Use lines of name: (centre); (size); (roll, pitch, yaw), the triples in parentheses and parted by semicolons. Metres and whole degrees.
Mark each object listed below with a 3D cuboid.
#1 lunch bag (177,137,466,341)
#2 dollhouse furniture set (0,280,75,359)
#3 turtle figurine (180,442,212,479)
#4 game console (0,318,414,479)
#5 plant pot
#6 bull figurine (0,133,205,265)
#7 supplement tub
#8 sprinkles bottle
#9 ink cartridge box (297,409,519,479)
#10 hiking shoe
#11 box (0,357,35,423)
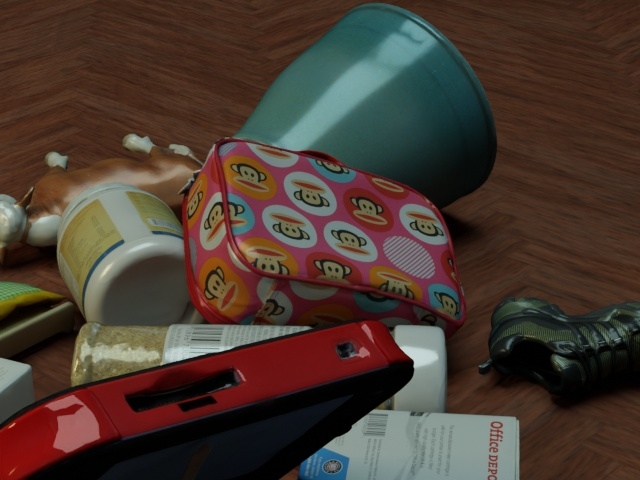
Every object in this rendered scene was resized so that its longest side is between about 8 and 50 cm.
lunch bag: (0.000, 0.000, 1.742); (0.293, 0.120, 0.258); (16, 39, -24)
dollhouse furniture set: (-0.426, 0.056, 1.741); (0.198, 0.151, 0.301); (19, 31, 34)
turtle figurine: (-0.074, 0.303, 1.123); (0.198, 0.274, 0.266); (35, 54, -2)
game console: (-0.138, 0.187, 1.264); (0.387, 0.342, 0.060); (-10, 62, -44)
plant pot: (0.026, -0.108, 1.983); (0.272, 0.271, 0.255); (23, 48, 40)
bull figurine: (-0.280, -0.054, 2.031); (0.310, 0.101, 0.188); (-7, 24, -13)
supplement tub: (-0.206, 0.029, 1.805); (0.144, 0.144, 0.199); (-9, 27, -18)
sprinkles bottle: (-0.057, 0.139, 1.598); (0.355, 0.121, 0.121); (1, 25, 3)
ink cartridge box: (0.080, 0.218, 1.476); (0.191, 0.082, 0.139); (4, 26, 6)
hiking shoe: (0.280, 0.124, 1.698); (0.227, 0.086, 0.114); (3, 38, 19)
box: (-0.355, 0.172, 1.521); (0.171, 0.130, 0.091); (11, 28, 23)
